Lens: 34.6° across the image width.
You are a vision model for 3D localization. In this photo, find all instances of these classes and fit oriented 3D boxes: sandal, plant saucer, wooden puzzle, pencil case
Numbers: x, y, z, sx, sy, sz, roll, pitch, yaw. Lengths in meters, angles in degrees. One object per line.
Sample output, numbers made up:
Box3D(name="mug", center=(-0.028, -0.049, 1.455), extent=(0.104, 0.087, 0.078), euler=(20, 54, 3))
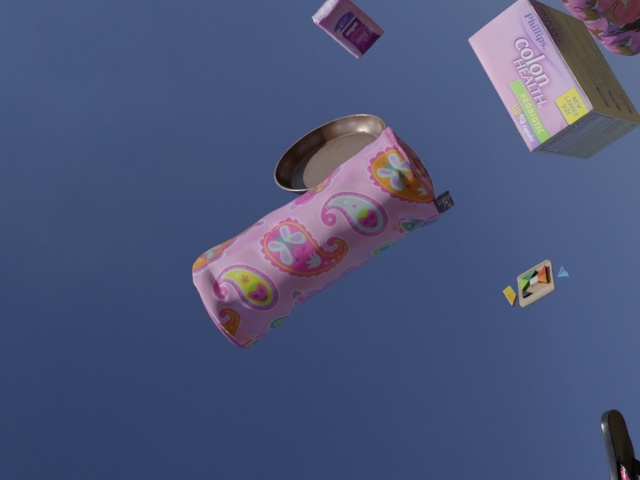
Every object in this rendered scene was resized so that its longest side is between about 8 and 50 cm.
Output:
Box3D(name="sandal", center=(0.380, 0.293, 1.243), extent=(0.067, 0.040, 0.179), euler=(-2, -101, -53))
Box3D(name="plant saucer", center=(0.017, -0.112, 1.404), extent=(0.029, 0.168, 0.168), euler=(60, -152, -32))
Box3D(name="wooden puzzle", center=(0.351, 0.070, 1.686), extent=(0.014, 0.116, 0.078), euler=(42, -157, -26))
Box3D(name="pencil case", center=(0.000, 0.000, 1.113), extent=(0.124, 0.284, 0.124), euler=(56, -176, -6))
Box3D(name="pencil case", center=(0.561, -0.530, 2.097), extent=(0.386, 0.167, 0.160), euler=(31, -175, -41))

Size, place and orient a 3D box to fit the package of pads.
Box3D(name="package of pads", center=(0.034, -0.273, 1.297), extent=(0.083, 0.050, 0.032), euler=(35, -163, -32))

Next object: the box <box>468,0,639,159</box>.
Box3D(name="box", center=(0.382, -0.253, 1.650), extent=(0.243, 0.117, 0.213), euler=(-1, -119, -56))
